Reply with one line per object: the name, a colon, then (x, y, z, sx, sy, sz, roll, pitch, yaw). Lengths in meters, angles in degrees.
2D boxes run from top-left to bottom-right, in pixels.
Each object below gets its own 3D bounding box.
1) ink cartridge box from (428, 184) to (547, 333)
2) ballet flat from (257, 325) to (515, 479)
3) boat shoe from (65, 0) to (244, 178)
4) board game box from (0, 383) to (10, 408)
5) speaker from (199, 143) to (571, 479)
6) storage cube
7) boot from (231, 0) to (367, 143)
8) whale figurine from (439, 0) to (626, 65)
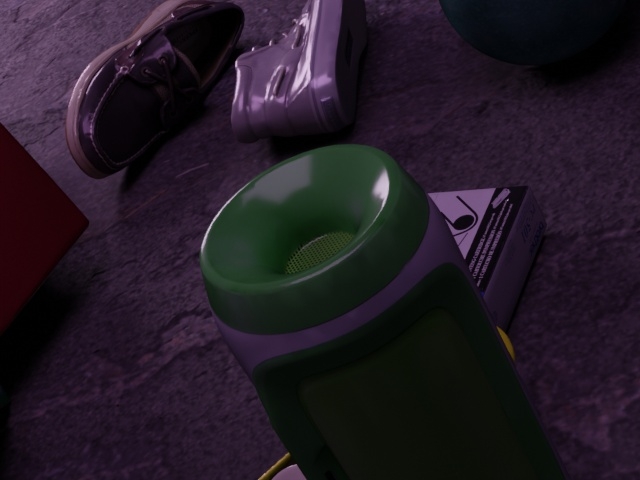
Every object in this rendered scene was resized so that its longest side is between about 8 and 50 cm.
ink cartridge box: (0.090, 0.046, 0.987, 0.097, 0.046, 0.207, -4, 42, 34)
ballet flat: (0.028, 0.133, 0.852, 0.231, 0.077, 0.077, -41, 62, 5)
boat shoe: (-0.169, -0.174, 1.423, 0.092, 0.103, 0.285, -9, 32, 35)
board game box: (-0.417, 0.199, 1.065, 0.317, 0.046, 0.213, -30, -2, -1)
speaker: (0.049, 0.095, 0.727, 0.131, 0.297, 0.131, -19, 35, 14)
storage cube: (-0.368, -0.003, 1.219, 0.183, 0.193, 0.215, -19, 30, 42)
boot: (-0.026, -0.196, 1.345, 0.123, 0.095, 0.258, -9, 39, 16)
whale figurine: (0.211, -0.243, 1.234, 0.216, 0.141, 0.272, -12, 13, 24)
